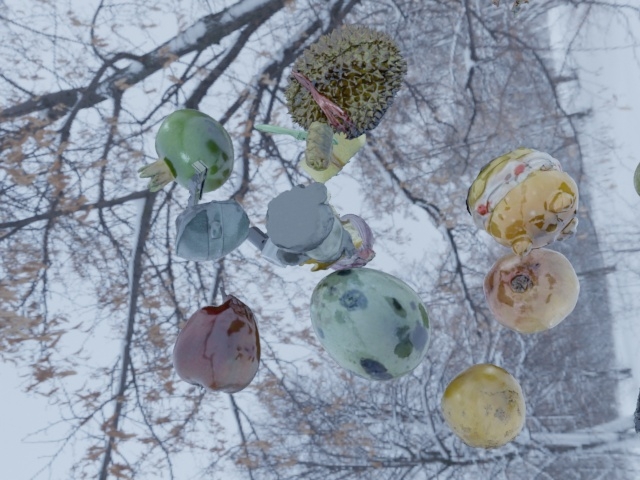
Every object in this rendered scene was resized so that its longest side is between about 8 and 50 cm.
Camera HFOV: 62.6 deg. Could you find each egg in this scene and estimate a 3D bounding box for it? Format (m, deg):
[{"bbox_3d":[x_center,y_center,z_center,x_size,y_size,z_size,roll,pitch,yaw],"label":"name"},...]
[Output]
[{"bbox_3d":[0.160,0.263,1.704,0.428,0.345,0.345,39,-139,-22],"label":"egg"}]

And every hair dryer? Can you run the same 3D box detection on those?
[{"bbox_3d":[-0.173,-0.024,2.214,0.255,0.128,0.070,-16,-54,-30],"label":"hair dryer"}]

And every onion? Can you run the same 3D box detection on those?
[{"bbox_3d":[0.153,0.049,2.327,0.159,0.267,0.349,41,-179,-42],"label":"onion"}]

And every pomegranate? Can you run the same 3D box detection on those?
[{"bbox_3d":[-0.481,-0.312,1.871,0.309,0.359,0.216,54,163,8],"label":"pomegranate"},{"bbox_3d":[0.764,0.174,1.936,0.338,0.338,0.338,36,-131,-56],"label":"pomegranate"}]

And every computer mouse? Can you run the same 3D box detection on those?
[{"bbox_3d":[-0.298,-0.012,1.438,0.374,0.203,0.114,137,121,-71],"label":"computer mouse"}]

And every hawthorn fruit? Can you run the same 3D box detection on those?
[{"bbox_3d":[-0.243,0.236,1.262,0.208,0.208,0.248,24,-109,-61],"label":"hawthorn fruit"}]

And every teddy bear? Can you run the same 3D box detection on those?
[{"bbox_3d":[-0.033,-0.023,1.111,0.251,0.171,0.144,51,-161,-69],"label":"teddy bear"}]

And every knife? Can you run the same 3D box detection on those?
[{"bbox_3d":[-0.057,-0.243,1.209,0.030,0.207,0.014,83,-154,-50],"label":"knife"}]

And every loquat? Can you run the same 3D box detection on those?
[{"bbox_3d":[0.451,0.461,1.464,0.235,0.235,0.235,36,-131,-56],"label":"loquat"}]

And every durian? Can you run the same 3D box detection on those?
[{"bbox_3d":[0.072,-0.461,1.562,0.347,0.385,0.347,-16,-90,-77],"label":"durian"}]

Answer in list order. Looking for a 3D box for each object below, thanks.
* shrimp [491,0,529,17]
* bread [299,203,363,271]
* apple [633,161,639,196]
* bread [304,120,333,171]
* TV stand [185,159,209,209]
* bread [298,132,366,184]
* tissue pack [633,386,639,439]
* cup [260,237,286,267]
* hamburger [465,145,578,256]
[{"bbox_3d":[0.500,-0.666,1.373,0.052,0.132,0.187,20,-112,-41],"label":"shrimp"},{"bbox_3d":[-0.011,0.005,1.708,0.211,0.224,0.183,108,142,-63],"label":"bread"},{"bbox_3d":[0.920,-0.133,1.260,0.292,0.254,0.292,51,-175,-6],"label":"apple"},{"bbox_3d":[-0.003,-0.196,1.127,0.066,0.060,0.110,59,-152,-48],"label":"bread"},{"bbox_3d":[-0.369,-0.153,1.553,0.036,0.249,0.042,42,-122,4],"label":"TV stand"},{"bbox_3d":[0.044,-0.326,1.868,0.142,0.266,0.178,8,-128,-37],"label":"bread"},{"bbox_3d":[0.851,0.326,1.155,0.123,0.245,0.332,55,-129,-16],"label":"tissue pack"},{"bbox_3d":[-0.117,0.024,1.775,0.136,0.099,0.133,33,-105,-28],"label":"cup"},{"bbox_3d":[0.559,-0.093,1.405,0.276,0.276,0.236,55,-174,-42],"label":"hamburger"}]
